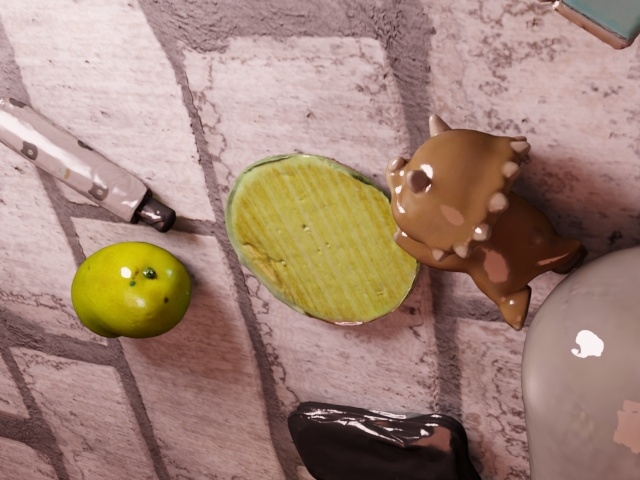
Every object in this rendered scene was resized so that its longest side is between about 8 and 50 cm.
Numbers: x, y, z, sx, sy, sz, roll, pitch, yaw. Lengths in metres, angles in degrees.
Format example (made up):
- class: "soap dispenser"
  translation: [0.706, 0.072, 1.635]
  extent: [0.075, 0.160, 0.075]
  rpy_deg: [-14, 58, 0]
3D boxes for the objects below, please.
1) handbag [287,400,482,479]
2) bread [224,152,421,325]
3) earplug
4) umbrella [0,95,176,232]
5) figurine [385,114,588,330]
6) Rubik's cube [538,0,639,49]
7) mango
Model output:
- class: "handbag"
  translation: [0.110, 0.349, 1.455]
  extent: [0.332, 0.075, 0.191]
  rpy_deg: [-2, 123, 30]
- class: "bread"
  translation: [0.003, -0.003, 1.263]
  extent: [0.302, 0.045, 0.301]
  rpy_deg: [15, 132, 18]
- class: "earplug"
  translation: [0.382, 0.201, 1.015]
  extent: [0.313, 0.312, 0.393]
  rpy_deg: [3, 123, 30]
- class: "umbrella"
  translation: [-0.372, -0.113, 1.383]
  extent: [0.337, 0.067, 0.073]
  rpy_deg: [33, 92, 5]
- class: "figurine"
  translation: [0.196, -0.035, 1.030]
  extent: [0.247, 0.177, 0.173]
  rpy_deg: [43, 154, 10]
- class: "Rubik's cube"
  translation: [0.239, -0.338, 0.730]
  extent: [0.225, 0.221, 0.231]
  rpy_deg: [33, 135, 4]
- class: "mango"
  translation: [-0.322, 0.090, 1.472]
  extent: [0.175, 0.143, 0.293]
  rpy_deg: [45, 145, -16]
